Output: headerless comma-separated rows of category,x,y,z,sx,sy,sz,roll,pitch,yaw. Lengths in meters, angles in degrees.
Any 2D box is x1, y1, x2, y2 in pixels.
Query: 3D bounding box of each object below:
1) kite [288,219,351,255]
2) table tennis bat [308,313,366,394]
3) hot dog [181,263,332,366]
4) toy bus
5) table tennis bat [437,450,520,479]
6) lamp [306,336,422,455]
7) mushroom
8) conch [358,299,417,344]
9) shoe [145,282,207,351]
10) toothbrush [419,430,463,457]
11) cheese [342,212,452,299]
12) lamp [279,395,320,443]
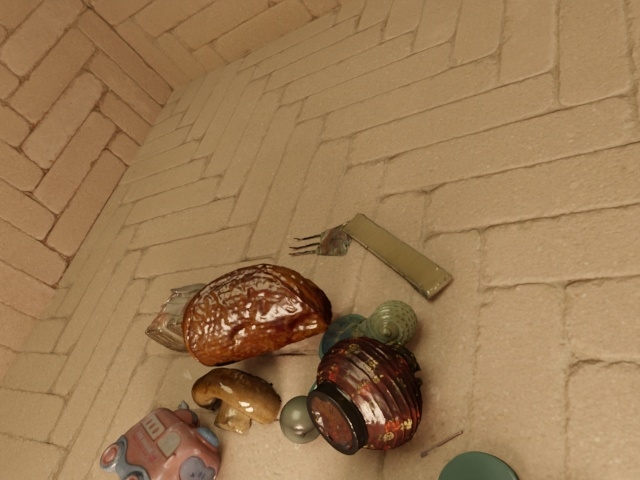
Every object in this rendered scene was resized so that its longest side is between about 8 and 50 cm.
kite,0.001,0.002,1.493,0.229,0.016,0.127,-6,49,34
table tennis bat,0.040,0.282,1.194,0.149,0.038,0.237,11,61,46
hot dog,-0.163,0.195,1.255,0.388,0.267,0.174,-20,45,11
toy bus,-0.372,0.542,1.215,0.232,0.197,0.294,-48,36,-20
table tennis bat,0.303,0.443,0.819,0.244,0.040,0.153,-6,54,43
lamp,0.098,0.303,0.981,0.247,0.247,0.247,-24,43,24
mushroom,-0.245,0.391,1.255,0.286,0.151,0.156,-5,52,38
conch,0.154,0.193,1.106,0.135,0.153,0.102,-15,73,19
shoe,-0.383,0.220,1.513,0.351,0.172,0.198,-10,47,33
toothbrush,0.233,0.393,0.946,0.097,0.006,0.008,-36,41,11
cheese,0.186,0.027,1.286,0.085,0.034,0.400,-43,39,-4
lamp,-0.041,0.402,1.103,0.105,0.105,0.105,-24,43,24
